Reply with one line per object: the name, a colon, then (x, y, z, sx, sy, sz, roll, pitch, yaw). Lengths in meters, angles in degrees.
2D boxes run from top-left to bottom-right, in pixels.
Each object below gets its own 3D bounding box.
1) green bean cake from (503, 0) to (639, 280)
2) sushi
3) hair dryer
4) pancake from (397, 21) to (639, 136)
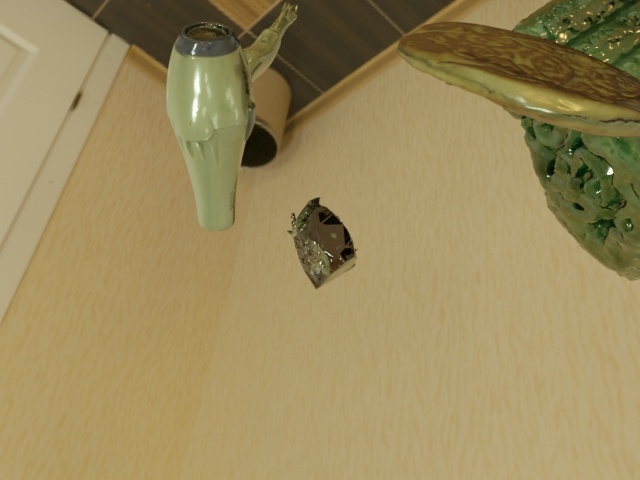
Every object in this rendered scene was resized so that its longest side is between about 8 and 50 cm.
green bean cake: (0.364, -0.127, 0.811, 0.169, 0.300, 0.308, -32, 154, -3)
sushi: (0.000, 0.000, 0.722, 0.056, 0.084, 0.083, -31, 171, -12)
hair dryer: (-0.066, -0.104, 0.532, 0.068, 0.199, 0.167, 16, 119, 9)
pancake: (0.189, -0.140, 0.543, 0.250, 0.250, 0.031, 13, 120, -5)
